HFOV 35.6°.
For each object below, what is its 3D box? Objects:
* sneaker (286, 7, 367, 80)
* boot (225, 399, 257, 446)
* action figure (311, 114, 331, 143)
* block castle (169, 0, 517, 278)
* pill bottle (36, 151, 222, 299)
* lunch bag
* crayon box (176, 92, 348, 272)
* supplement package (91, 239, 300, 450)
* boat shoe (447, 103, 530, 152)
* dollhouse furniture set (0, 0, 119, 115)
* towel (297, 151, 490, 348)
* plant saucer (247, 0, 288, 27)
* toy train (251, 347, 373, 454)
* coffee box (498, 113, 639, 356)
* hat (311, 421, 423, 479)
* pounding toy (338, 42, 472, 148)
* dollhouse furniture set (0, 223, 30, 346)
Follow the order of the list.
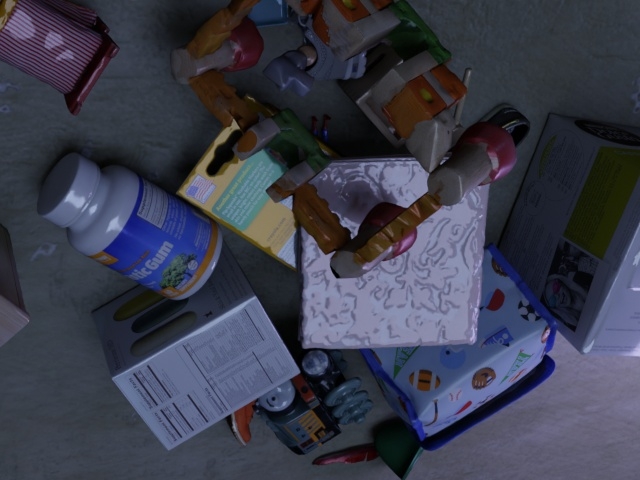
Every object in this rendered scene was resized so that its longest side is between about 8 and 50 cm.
[{"bbox_3d":[0.003,-0.364,1.528,0.115,0.105,0.281,-18,125,-13],"label":"sneaker"},{"bbox_3d":[-0.144,0.327,1.917,0.085,0.059,0.158,-22,125,-17],"label":"boot"},{"bbox_3d":[0.000,-0.156,1.703,0.038,0.030,0.115,-13,126,-20],"label":"action figure"},{"bbox_3d":[0.035,-0.201,1.423,0.453,0.213,0.303,51,129,1],"label":"block castle"},{"bbox_3d":[-0.301,-0.025,1.570,0.272,0.152,0.152,32,103,-35],"label":"pill bottle"},{"bbox_3d":[0.270,0.228,1.911,0.328,0.239,0.385,-33,160,-4],"label":"lunch bag"},{"bbox_3d":[-0.052,-0.081,1.653,0.323,0.083,0.203,34,100,-20],"label":"crayon box"},{"bbox_3d":[-0.214,0.174,1.700,0.263,0.199,0.198,-30,127,-4],"label":"supplement package"},{"bbox_3d":[0.282,-0.150,1.805,0.228,0.068,0.081,-46,126,7],"label":"boat shoe"},{"bbox_3d":[-0.332,-0.389,1.333,0.201,0.152,0.374,25,107,-34],"label":"dollhouse furniture set"},{"bbox_3d":[0.118,0.020,1.646,0.317,0.053,0.331,-1,108,-9],"label":"towel"},{"bbox_3d":[-0.083,-0.420,1.511,0.067,0.018,0.192,-11,124,-18],"label":"plant saucer"},{"bbox_3d":[-0.017,0.295,1.850,0.190,0.142,0.334,-33,156,-4],"label":"toy train"},{"bbox_3d":[0.587,-0.011,1.860,0.338,0.334,0.338,5,115,-25],"label":"coffee box"},{"bbox_3d":[0.130,0.407,2.104,0.208,0.184,0.173,-44,160,-52],"label":"hat"},{"bbox_3d":[0.165,-0.246,1.678,0.181,0.094,0.206,-42,127,5],"label":"pounding toy"},{"bbox_3d":[-0.640,0.128,1.448,0.394,0.256,0.362,-40,127,3],"label":"dollhouse furniture set"}]
